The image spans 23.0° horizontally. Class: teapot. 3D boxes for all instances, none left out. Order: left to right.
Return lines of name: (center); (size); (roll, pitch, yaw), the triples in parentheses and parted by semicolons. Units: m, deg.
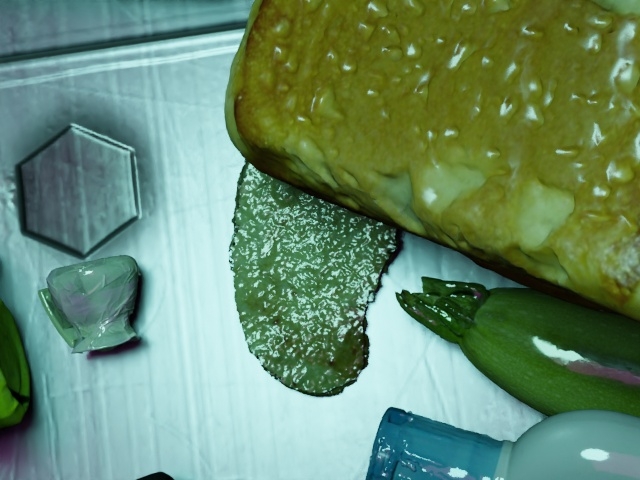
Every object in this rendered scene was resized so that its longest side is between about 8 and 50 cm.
teapot: (-0.160, 0.047, 1.093); (0.083, 0.064, 0.064); (-13, 88, 36)

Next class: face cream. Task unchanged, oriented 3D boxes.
face cream: (0.195, 0.181, 0.996); (0.337, 0.080, 0.163); (16, 126, 7)

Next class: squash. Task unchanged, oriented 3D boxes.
squash: (0.210, 0.091, 1.032); (0.341, 0.094, 0.094); (13, 84, 5)

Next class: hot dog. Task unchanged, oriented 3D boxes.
hot dog: (0.144, -0.064, 0.947); (0.405, 0.223, 0.185); (24, 92, 40)

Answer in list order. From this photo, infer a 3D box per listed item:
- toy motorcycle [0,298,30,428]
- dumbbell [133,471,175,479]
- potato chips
toy motorcycle: (-0.330, -0.001, 1.042); (0.191, 0.200, 0.326); (-14, 84, 4)
dumbbell: (-0.173, 0.231, 1.043); (0.191, 0.100, 0.100); (-21, 81, 2)
potato chips: (0.000, 0.000, 1.097); (0.142, 0.026, 0.209); (-20, 78, 6)
